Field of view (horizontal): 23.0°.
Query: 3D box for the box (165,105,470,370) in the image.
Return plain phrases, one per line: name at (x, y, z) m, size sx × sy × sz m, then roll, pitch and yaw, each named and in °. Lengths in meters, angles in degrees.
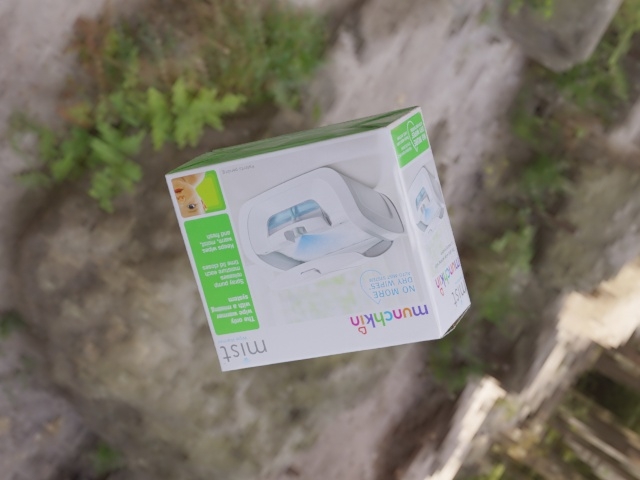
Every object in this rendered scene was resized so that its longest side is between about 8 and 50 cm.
box at (0.000, 0.000, 1.685) m, size 0.127 × 0.262 × 0.231 m, roll -36°, pitch 114°, yaw -64°
